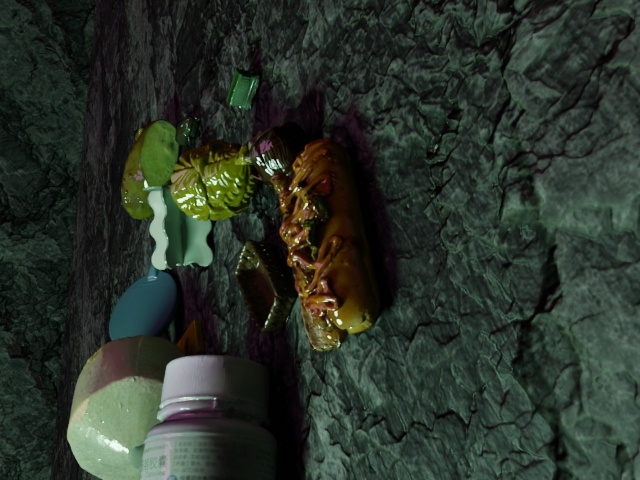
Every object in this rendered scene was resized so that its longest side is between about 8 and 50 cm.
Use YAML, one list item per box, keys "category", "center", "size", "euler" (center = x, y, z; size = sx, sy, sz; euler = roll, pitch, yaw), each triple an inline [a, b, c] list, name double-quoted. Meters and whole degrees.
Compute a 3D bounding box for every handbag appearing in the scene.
- category: "handbag"
  center: [-0.350, -0.291, 1.935]
  size: [0.111, 0.047, 0.072]
  euler: [-45, 42, 50]

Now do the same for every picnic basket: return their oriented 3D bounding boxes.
- category: "picnic basket"
  center: [-0.106, 0.085, 1.404]
  size: [0.110, 0.054, 0.193]
  euler: [-67, 32, 29]

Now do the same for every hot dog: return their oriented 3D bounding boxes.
- category: "hot dog"
  center: [0.000, 0.000, 1.155]
  size: [0.158, 0.117, 0.349]
  euler: [-44, 48, 50]

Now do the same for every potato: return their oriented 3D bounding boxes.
- category: "potato"
  center: [-0.483, -0.200, 2.072]
  size: [0.176, 0.141, 0.298]
  euler: [34, 116, 49]

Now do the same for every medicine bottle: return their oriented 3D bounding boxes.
- category: "medicine bottle"
  center: [-0.197, 0.379, 1.328]
  size: [0.241, 0.241, 0.302]
  euler: [-41, 41, 53]

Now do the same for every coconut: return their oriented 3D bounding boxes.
- category: "coconut"
  center: [-0.409, 0.393, 1.650]
  size: [0.309, 0.297, 0.298]
  euler: [-119, 42, -64]

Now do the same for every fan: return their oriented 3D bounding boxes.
- category: "fan"
  center: [-0.583, -0.333, 2.389]
  size: [0.155, 0.039, 0.082]
  euler: [31, 113, 60]

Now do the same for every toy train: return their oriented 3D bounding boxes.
- category: "toy train"
  center: [-0.167, -0.328, 1.589]
  size: [0.038, 0.056, 0.093]
  euler: [61, 138, 44]

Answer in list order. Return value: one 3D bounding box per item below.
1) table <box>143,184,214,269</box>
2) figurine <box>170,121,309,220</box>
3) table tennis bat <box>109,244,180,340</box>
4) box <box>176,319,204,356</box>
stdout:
- category: "table"
  center: [-0.337, -0.031, 1.766]
  size: [0.166, 0.166, 0.199]
  euler: [-7, 87, 61]
- category: "figurine"
  center: [-0.134, -0.149, 1.401]
  size: [0.315, 0.187, 0.168]
  euler: [-18, 71, 52]
- category: "table tennis bat"
  center: [-0.464, 0.151, 1.979]
  size: [0.215, 0.044, 0.329]
  euler: [-12, 50, 25]
- category: "box"
  center: [-0.325, 0.268, 1.821]
  size: [0.155, 0.023, 0.087]
  euler: [-50, 41, 47]
